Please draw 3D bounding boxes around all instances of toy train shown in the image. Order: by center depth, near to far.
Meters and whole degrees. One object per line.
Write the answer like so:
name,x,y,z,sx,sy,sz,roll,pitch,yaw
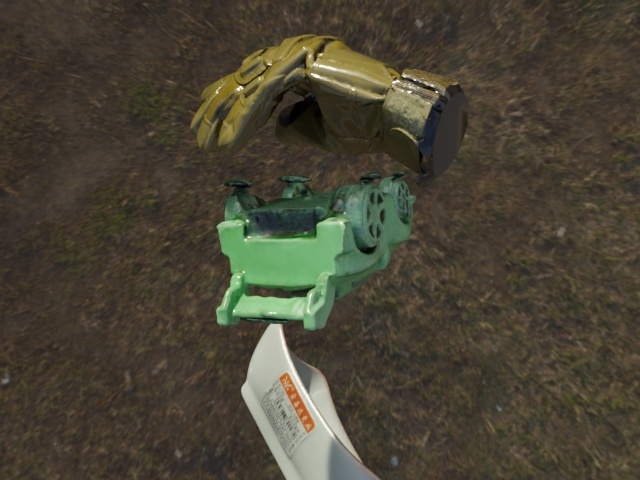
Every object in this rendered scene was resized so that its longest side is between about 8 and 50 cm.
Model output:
toy train,0.000,0.000,0.471,0.099,0.149,0.081,-1,95,25

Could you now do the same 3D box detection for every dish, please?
dish,-0.004,0.195,0.757,0.077,0.151,0.212,-34,52,-3

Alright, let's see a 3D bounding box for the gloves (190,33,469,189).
gloves,-0.004,-0.151,0.854,0.331,0.154,0.141,15,113,29
